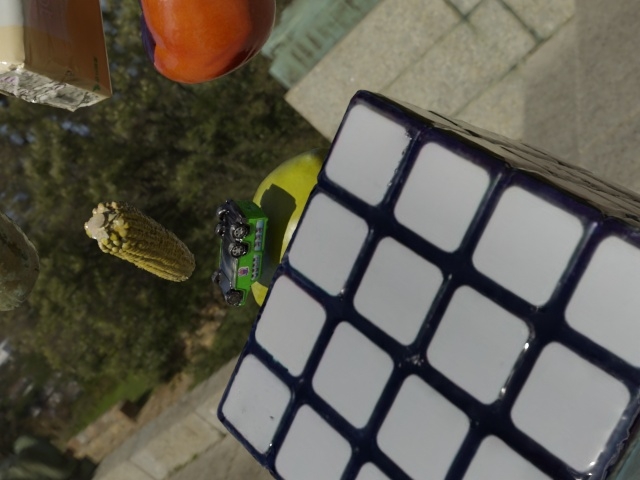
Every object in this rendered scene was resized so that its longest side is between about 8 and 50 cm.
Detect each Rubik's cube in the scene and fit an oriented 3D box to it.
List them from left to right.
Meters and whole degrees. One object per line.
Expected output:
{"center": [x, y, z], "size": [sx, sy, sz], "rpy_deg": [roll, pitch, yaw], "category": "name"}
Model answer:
{"center": [0.176, 0.105, 0.801], "size": [0.343, 0.344, 0.337], "rpy_deg": [35, 109, 40], "category": "Rubik's cube"}

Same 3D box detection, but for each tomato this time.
{"center": [-0.157, -0.332, 1.184], "size": [0.179, 0.260, 0.260], "rpy_deg": [-16, 13, -11], "category": "tomato"}

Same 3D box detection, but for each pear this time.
{"center": [0.000, 0.000, 1.485], "size": [0.253, 0.252, 0.307], "rpy_deg": [-81, 13, -62], "category": "pear"}

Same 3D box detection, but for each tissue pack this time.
{"center": [-0.343, -0.283, 1.103], "size": [0.090, 0.222, 0.186], "rpy_deg": [-11, -10, 24], "category": "tissue pack"}

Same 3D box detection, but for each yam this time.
{"center": [-0.554, -0.026, 1.382], "size": [0.133, 0.330, 0.133], "rpy_deg": [-11, 53, 15], "category": "yam"}

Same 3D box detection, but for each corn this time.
{"center": [-0.286, 0.004, 1.470], "size": [0.086, 0.086, 0.288], "rpy_deg": [-49, -24, -1], "category": "corn"}

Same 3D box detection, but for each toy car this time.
{"center": [-0.121, 0.019, 1.365], "size": [0.071, 0.062, 0.165], "rpy_deg": [48, 139, 49], "category": "toy car"}
